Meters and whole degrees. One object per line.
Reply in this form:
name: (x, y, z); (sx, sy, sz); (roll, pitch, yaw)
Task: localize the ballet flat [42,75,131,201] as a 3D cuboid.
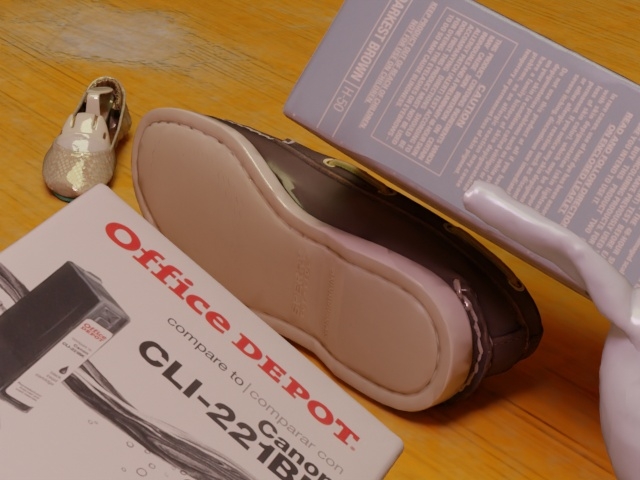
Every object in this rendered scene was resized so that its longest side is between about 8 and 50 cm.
ballet flat: (-0.182, -0.084, 1.300); (0.057, 0.052, 0.168); (3, 25, 0)

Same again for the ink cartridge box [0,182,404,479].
ink cartridge box: (-0.107, 0.117, 0.701); (0.197, 0.114, 0.273); (41, 30, 2)

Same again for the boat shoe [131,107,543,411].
boat shoe: (0.000, 0.000, 1.071); (0.096, 0.116, 0.324); (-12, 32, -40)

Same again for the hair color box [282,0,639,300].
hair color box: (0.181, -0.014, 0.941); (0.374, 0.113, 0.185); (33, 4, 27)

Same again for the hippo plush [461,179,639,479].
hippo plush: (0.213, 0.124, 0.655); (0.234, 0.294, 0.236); (-16, 31, 11)
